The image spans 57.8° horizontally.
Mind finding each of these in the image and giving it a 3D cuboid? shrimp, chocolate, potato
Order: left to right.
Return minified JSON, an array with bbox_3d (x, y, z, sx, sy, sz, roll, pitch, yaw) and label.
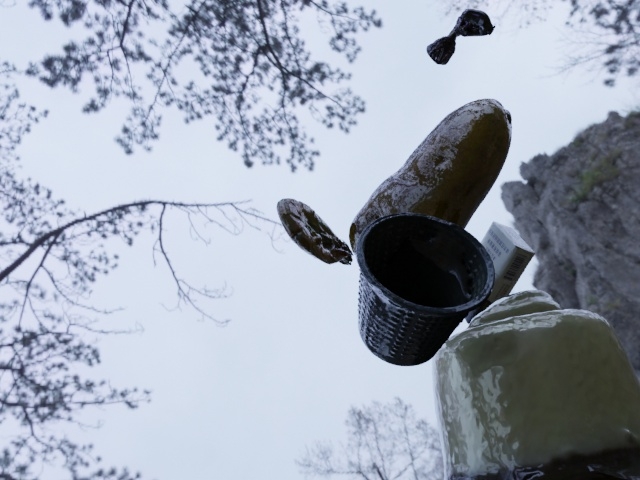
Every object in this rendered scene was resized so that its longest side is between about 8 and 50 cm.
[{"bbox_3d":[0.000,0.001,1.225,0.061,0.145,0.267,-36,-39,12],"label":"shrimp"},{"bbox_3d":[0.202,-0.087,1.029,0.176,0.195,0.369,42,-70,9],"label":"potato"},{"bbox_3d":[0.300,-0.442,1.247,0.072,0.070,0.147,43,-47,-18],"label":"chocolate"},{"bbox_3d":[0.309,0.227,0.858,0.314,0.297,0.326,-16,-10,14],"label":"chocolate"}]

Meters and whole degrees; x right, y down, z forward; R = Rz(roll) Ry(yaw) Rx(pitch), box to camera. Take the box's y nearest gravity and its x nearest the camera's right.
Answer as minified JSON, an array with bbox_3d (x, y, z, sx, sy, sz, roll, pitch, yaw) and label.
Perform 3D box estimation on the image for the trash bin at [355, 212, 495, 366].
[{"bbox_3d":[0.118,0.076,0.770,0.175,0.175,0.161,-6,-43,-19],"label":"trash bin"}]

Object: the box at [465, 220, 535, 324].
[{"bbox_3d":[0.464,0.095,1.591,0.071,0.168,0.259,20,-69,-16],"label":"box"}]
